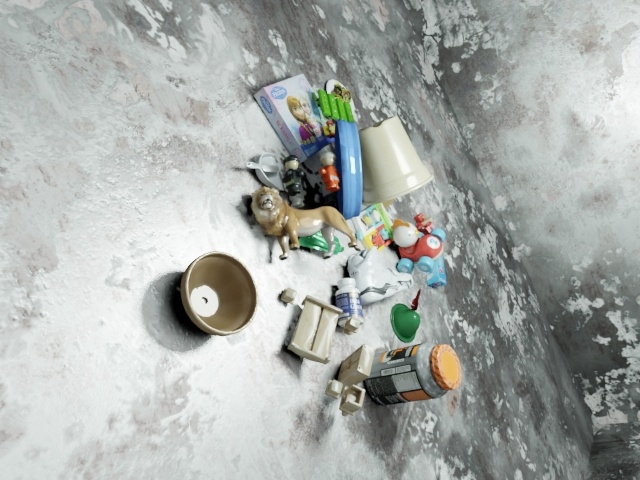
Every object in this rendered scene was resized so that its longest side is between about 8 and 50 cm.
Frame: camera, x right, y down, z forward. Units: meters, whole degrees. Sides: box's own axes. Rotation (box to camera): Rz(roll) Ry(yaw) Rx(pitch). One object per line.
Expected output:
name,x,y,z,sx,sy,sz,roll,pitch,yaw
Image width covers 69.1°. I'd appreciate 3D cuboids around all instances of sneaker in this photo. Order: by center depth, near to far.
sneaker,0.245,0.127,1.909,0.365,0.137,0.210,-12,83,-47

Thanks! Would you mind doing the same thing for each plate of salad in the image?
plate of salad,0.105,-0.696,2.252,0.199,0.048,0.200,25,53,-38

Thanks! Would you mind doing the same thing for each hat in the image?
hat,0.416,0.326,1.962,0.208,0.183,0.173,21,56,-41

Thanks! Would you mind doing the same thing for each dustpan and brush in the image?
dustpan and brush,-0.203,-0.255,1.663,0.211,0.060,0.148,-5,75,-50

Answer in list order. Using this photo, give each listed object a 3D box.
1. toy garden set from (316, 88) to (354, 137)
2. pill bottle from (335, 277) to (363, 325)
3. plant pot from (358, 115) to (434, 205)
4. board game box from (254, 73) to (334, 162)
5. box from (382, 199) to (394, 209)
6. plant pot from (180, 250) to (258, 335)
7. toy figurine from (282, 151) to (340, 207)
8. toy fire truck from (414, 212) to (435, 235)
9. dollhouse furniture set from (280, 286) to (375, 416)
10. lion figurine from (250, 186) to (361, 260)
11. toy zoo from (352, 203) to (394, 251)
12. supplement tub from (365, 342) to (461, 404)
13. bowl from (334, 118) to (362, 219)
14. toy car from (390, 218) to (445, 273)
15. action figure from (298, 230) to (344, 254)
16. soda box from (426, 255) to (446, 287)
toy garden set,0.069,-0.523,2.022,0.244,0.049,0.204,3,72,-55
pill bottle,0.105,0.231,1.732,0.094,0.094,0.170,16,60,-43
plant pot,0.280,-0.358,2.014,0.334,0.333,0.306,-38,108,-51
board game box,-0.084,-0.510,1.924,0.318,0.065,0.319,57,38,-10
box,0.292,-0.265,2.260,0.201,0.021,0.164,58,39,-10
plant pot,-0.300,0.156,1.301,0.237,0.109,0.238,25,54,-40
toy figurine,-0.032,-0.224,1.710,0.209,0.212,0.148,81,2,-75
toy fire truck,0.518,-0.081,2.329,0.135,0.192,0.047,-46,107,-20
dollhouse furniture set,-0.024,0.378,1.545,0.355,0.174,0.303,26,49,-7
lion figurine,-0.048,-0.062,1.620,0.391,0.142,0.240,4,59,-29
toy zoo,0.239,-0.052,2.082,0.293,0.030,0.193,-32,96,-51
supplement tub,0.332,0.481,1.683,0.193,0.315,0.194,25,53,-39
bowl,0.107,-0.273,1.814,0.391,0.077,0.392,176,-90,-89
toy car,0.418,-0.008,2.103,0.238,0.210,0.219,51,52,-27
action figure,0.000,0.000,1.754,0.232,0.063,0.137,24,56,-32
soda box,0.574,0.126,2.335,0.067,0.071,0.210,25,53,-38
